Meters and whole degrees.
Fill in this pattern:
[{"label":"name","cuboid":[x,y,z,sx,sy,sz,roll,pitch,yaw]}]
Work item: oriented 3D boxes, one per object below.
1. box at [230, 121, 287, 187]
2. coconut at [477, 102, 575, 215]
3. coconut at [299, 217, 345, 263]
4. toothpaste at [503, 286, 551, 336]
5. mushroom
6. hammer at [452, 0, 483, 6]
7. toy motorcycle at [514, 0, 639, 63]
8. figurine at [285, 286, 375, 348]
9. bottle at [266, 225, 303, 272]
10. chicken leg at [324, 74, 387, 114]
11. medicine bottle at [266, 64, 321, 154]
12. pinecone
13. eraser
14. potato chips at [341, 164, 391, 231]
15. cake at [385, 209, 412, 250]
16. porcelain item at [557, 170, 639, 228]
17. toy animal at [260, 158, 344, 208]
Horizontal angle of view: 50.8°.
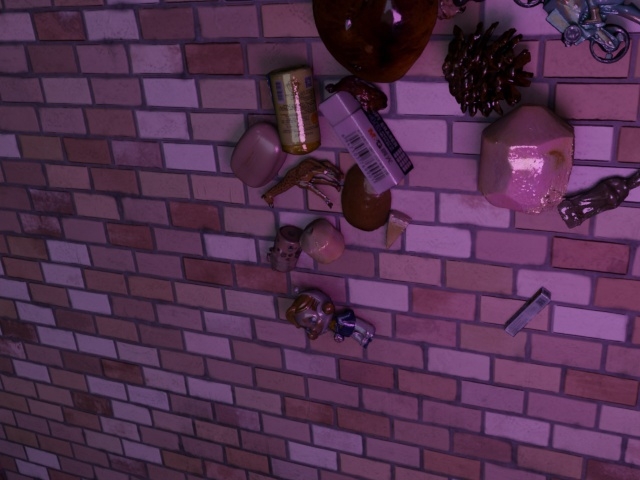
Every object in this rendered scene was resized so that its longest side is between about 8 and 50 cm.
[{"label":"box","cuboid":[-0.178,-0.246,1.953,0.146,0.088,0.200,40,122,3]},{"label":"coconut","cuboid":[0.489,-0.201,1.587,0.233,0.233,0.245,10,122,20]},{"label":"coconut","cuboid":[0.000,0.000,1.967,0.116,0.116,0.122,-15,139,29]},{"label":"toothpaste","cuboid":[0.570,0.197,1.852,0.034,0.046,0.164,36,123,2]},{"label":"mushroom","cuboid":[0.153,-0.545,1.614,0.345,0.259,0.346,35,144,31]},{"label":"hammer","cuboid":[0.307,-0.748,1.483,0.168,0.044,0.440,-22,99,-13]},{"label":"toy motorcycle","cuboid":[0.579,-0.529,1.476,0.296,0.109,0.198,43,114,3]},{"label":"figurine","cuboid":[0.036,0.237,2.073,0.274,0.133,0.194,9,140,14]},{"label":"bottle","cuboid":[-0.107,0.037,2.057,0.098,0.099,0.152,28,126,10]},{"label":"chicken leg","cuboid":[0.096,-0.379,1.719,0.205,0.093,0.053,16,156,-30]},{"label":"medicine bottle","cuboid":[-0.066,-0.350,1.834,0.124,0.124,0.239,1,114,24]},{"label":"pinecone","cuboid":[0.389,-0.395,1.566,0.201,0.202,0.229,-13,71,17]},{"label":"eraser","cuboid":[0.122,-0.273,1.783,0.086,0.130,0.287,-29,101,36]},{"label":"potato chips","cuboid":[0.124,-0.112,1.907,0.150,0.049,0.202,22,127,20]},{"label":"cake","cuboid":[0.214,-0.020,1.906,0.065,0.052,0.121,17,119,14]},{"label":"porcelain item","cuboid":[0.693,-0.105,1.647,0.215,0.069,0.081,-27,96,27]},{"label":"toy animal","cuboid":[-0.057,-0.164,1.959,0.275,0.054,0.149,0,117,22]}]
